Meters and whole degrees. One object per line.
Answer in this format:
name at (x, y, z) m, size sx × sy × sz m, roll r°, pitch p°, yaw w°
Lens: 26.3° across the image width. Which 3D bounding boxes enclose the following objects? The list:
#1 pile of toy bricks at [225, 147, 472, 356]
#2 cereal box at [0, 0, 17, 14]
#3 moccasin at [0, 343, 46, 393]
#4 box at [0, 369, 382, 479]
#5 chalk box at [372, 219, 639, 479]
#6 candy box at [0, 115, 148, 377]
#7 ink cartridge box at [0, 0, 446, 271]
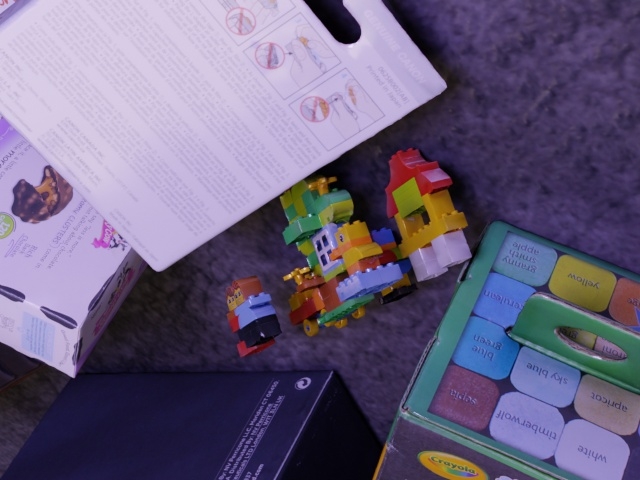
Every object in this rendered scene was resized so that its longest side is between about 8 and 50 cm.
pile of toy bricks at (0.000, 0.000, 0.929) m, size 0.212 × 0.118 × 0.105 m, roll -36°, pitch 71°, yaw 60°
cereal box at (-0.177, -0.190, 0.851) m, size 0.173 × 0.047 × 0.240 m, roll -9°, pitch 128°, yaw 36°
moccasin at (-0.326, 0.066, 1.169) m, size 0.139 × 0.147 × 0.380 m, roll 31°, pitch 140°, yaw -25°
box at (-0.080, 0.270, 1.191) m, size 0.294 × 0.182 × 0.296 m, roll -5°, pitch 129°, yaw 33°
chalk box at (0.147, 0.121, 0.896) m, size 0.180 × 0.179 × 0.289 m, roll 24°, pitch 140°, yaw 8°
candy box at (-0.218, -0.019, 0.971) m, size 0.196 × 0.165 × 0.070 m, roll 25°, pitch 142°, yaw 5°
ink cartridge box at (-0.071, -0.107, 0.825) m, size 0.232 × 0.066 × 0.189 m, roll -33°, pitch 115°, yaw 19°
